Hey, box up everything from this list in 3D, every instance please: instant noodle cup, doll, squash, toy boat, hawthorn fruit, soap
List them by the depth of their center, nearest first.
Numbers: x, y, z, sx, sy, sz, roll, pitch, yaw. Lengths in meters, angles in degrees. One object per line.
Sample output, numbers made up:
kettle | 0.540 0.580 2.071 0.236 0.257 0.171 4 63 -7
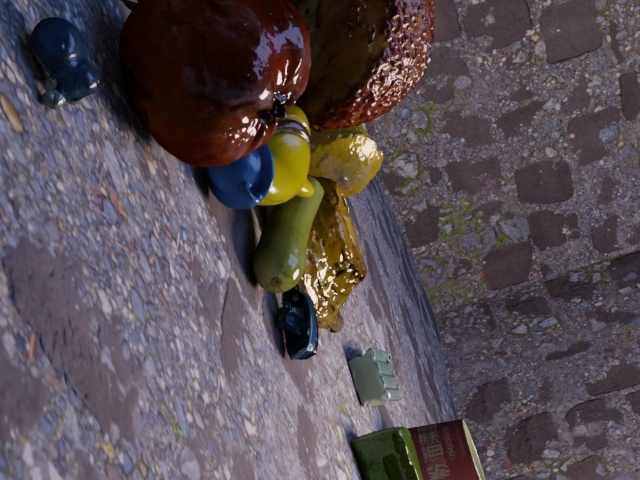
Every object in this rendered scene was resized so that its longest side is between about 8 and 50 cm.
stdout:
doll | -0.243 -0.170 0.895 0.076 0.050 0.083 -76 144 -80
hawthorn fruit | -0.149 -0.231 1.129 0.271 0.242 0.242 41 6 9
doll | -0.079 -0.128 1.421 0.199 0.145 0.363 43 21 -13
toy boat | -0.039 0.121 1.455 0.061 0.060 0.137 32 40 -36
squash | -0.050 -0.008 1.466 0.250 0.083 0.083 -73 145 -53
instant noodle cup | 0.241 0.482 1.968 0.235 0.178 0.235 -20 90 -82
soap | 0.117 0.288 1.974 0.198 0.063 0.115 37 34 -73

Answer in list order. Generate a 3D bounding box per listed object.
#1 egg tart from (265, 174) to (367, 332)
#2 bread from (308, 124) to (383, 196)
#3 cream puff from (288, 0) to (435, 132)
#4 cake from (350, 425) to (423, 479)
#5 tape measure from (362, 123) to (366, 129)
egg tart | -0.001 -0.004 1.696 0.341 0.129 0.341 -19 90 -82
bread | 0.028 -0.184 1.992 0.197 0.197 0.170 61 10 -46
cream puff | 0.063 -0.331 1.542 0.228 0.350 0.350 21 40 -31
cake | 0.133 0.446 1.667 0.099 0.100 0.235 46 27 -64
tape measure | 0.034 -0.293 2.279 0.196 0.105 0.178 49 -50 42
